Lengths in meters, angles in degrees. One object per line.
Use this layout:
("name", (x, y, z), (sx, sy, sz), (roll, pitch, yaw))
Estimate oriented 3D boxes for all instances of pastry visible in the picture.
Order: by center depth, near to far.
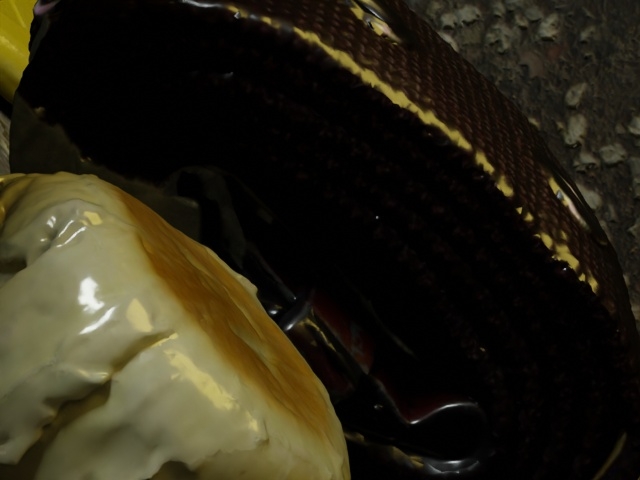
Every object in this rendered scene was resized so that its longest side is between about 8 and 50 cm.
("pastry", (-0.062, 0.046, 0.612), (0.166, 0.088, 0.166), (50, 7, -8))

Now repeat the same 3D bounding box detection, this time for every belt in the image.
("belt", (0.000, 0.000, 0.760), (0.289, 0.184, 0.164), (47, 19, -19))

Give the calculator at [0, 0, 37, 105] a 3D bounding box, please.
("calculator", (-0.136, -0.093, 0.949), (0.235, 0.032, 0.146), (37, 16, -45))
